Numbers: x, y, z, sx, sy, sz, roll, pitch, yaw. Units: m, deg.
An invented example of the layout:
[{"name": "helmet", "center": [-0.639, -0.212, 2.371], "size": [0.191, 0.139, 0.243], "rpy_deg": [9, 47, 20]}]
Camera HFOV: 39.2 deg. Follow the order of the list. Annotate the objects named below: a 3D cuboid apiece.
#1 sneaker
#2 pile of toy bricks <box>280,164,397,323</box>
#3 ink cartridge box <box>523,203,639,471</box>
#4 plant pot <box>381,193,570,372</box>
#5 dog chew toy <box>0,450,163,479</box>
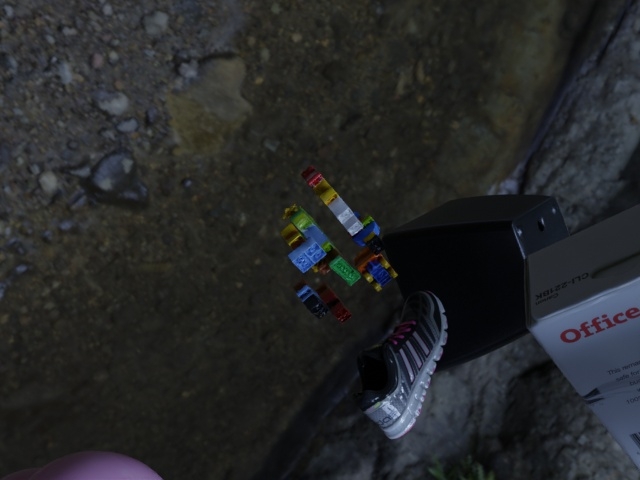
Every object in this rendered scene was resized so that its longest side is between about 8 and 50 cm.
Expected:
[{"name": "sneaker", "center": [0.081, 0.120, 0.955], "size": [0.075, 0.063, 0.170], "rpy_deg": [33, 61, -22]}, {"name": "pile of toy bricks", "center": [0.000, 0.000, 0.989], "size": [0.118, 0.105, 0.212], "rpy_deg": [-40, 149, 1]}, {"name": "ink cartridge box", "center": [0.349, 0.098, 0.869], "size": [0.197, 0.114, 0.273], "rpy_deg": [-28, 118, 26]}, {"name": "plant pot", "center": [0.220, 0.039, 1.130], "size": [0.187, 0.167, 0.188], "rpy_deg": [-25, 97, -48]}, {"name": "dog chew toy", "center": [-0.307, 0.346, 1.009], "size": [0.206, 0.332, 0.206], "rpy_deg": [21, 63, -47]}]
